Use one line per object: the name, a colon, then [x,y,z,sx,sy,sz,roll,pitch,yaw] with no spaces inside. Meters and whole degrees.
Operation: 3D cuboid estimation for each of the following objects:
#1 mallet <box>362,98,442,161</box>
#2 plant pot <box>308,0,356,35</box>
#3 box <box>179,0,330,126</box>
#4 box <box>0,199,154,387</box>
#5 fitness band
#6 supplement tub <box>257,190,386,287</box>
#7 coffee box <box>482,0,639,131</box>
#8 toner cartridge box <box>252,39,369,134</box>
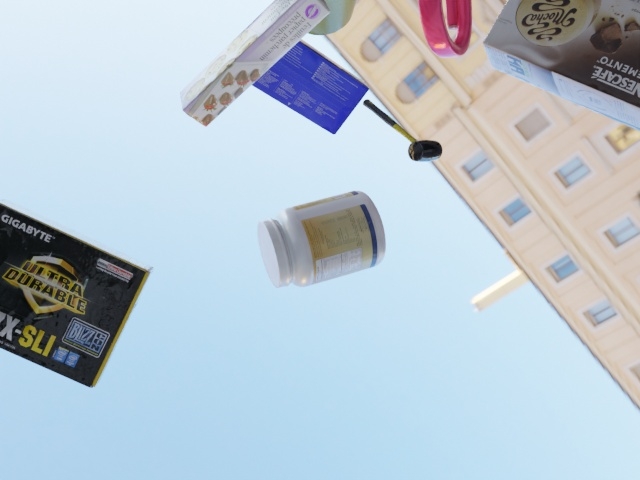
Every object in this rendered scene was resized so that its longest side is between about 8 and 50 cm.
mallet: [0.149,-0.205,1.294,0.062,0.039,0.190,-2,-140,-38]
plant pot: [-0.017,-0.602,1.531,0.294,0.274,0.275,74,180,-58]
box: [-0.126,-0.340,1.286,0.063,0.324,0.067,33,-152,-42]
box: [-0.527,0.103,1.374,0.322,0.257,0.079,26,-177,-6]
fitness band: [0.245,-0.513,1.410,0.209,0.054,0.291,-17,-77,-59]
supplement tub: [0.000,0.000,1.982,0.316,0.228,0.228,-15,-115,-16]
coffee box: [0.449,-0.324,1.180,0.297,0.168,0.119,33,-177,25]
toner cartridge box: [-0.052,-0.435,1.878,0.347,0.165,0.075,26,-160,-34]
